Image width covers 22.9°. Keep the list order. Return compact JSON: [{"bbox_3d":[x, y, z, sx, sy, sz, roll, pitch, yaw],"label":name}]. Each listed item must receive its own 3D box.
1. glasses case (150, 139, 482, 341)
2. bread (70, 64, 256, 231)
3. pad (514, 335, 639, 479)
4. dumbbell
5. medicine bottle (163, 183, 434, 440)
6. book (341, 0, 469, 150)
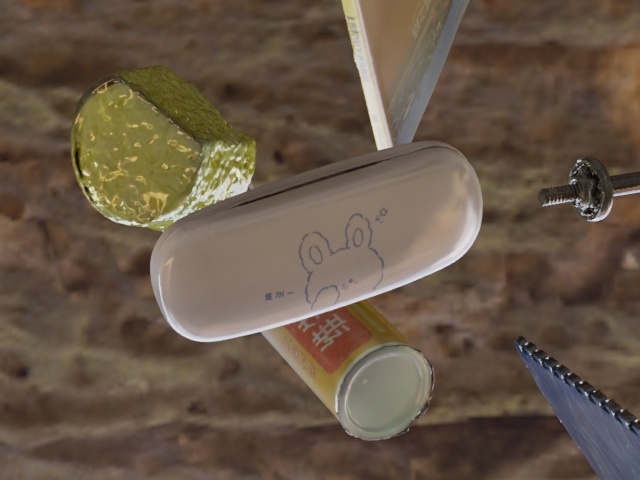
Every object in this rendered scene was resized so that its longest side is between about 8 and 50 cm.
[{"bbox_3d":[0.000,0.000,1.059,0.233,0.092,0.059,-17,-152,-16],"label":"glasses case"},{"bbox_3d":[-0.123,-0.063,1.168,0.129,0.111,0.114,35,-171,11],"label":"bread"},{"bbox_3d":[0.205,0.180,0.834,0.012,0.269,0.269,-35,-170,-3],"label":"pad"},{"bbox_3d":[0.377,-0.070,1.944,0.254,0.081,0.081,-10,-145,-26],"label":"dumbbell"},{"bbox_3d":[-0.030,0.044,1.495,0.108,0.108,0.426,-21,-150,-18],"label":"medicine bottle"},{"bbox_3d":[0.091,-0.268,1.593,0.028,0.374,0.262,13,-117,17],"label":"book"}]
